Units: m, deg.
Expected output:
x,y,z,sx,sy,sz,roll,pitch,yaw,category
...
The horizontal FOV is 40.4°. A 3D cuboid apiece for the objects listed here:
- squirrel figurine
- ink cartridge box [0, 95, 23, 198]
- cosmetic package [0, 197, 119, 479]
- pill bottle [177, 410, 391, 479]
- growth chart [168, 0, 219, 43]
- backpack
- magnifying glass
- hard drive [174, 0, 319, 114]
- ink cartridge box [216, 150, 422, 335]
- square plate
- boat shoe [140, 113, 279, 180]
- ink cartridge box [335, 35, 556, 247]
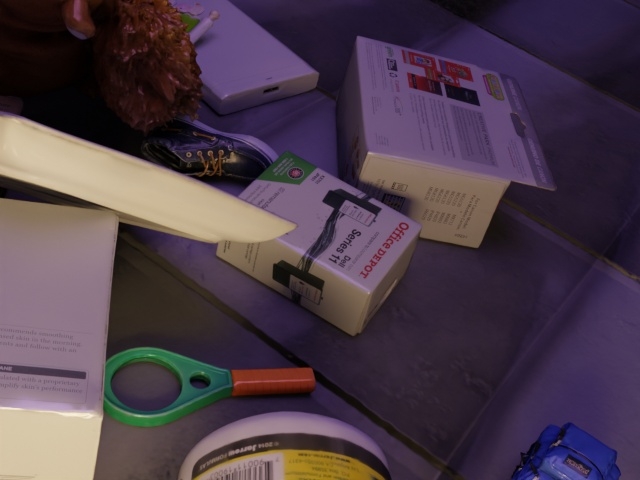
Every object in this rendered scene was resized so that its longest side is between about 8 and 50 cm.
x,y,z,sx,sy,sz,roll,pitch,yaw,category
-0.312,-0.305,1.093,0.397,0.370,0.281,22,74,-32,squirrel figurine
-0.489,-0.104,1.023,0.234,0.088,0.193,9,40,-11,ink cartridge box
-0.258,0.121,0.745,0.138,0.224,0.225,8,40,-14,cosmetic package
-0.020,0.312,0.644,0.188,0.188,0.334,8,41,-12,pill bottle
-0.295,-0.346,1.375,0.237,0.021,0.172,19,56,13,growth chart
0.239,0.251,0.880,0.098,0.101,0.120,28,44,22,backpack
-0.119,0.151,0.919,0.231,0.026,0.092,2,42,-19,magnifying glass
-0.177,-0.324,1.429,0.203,0.040,0.307,-23,55,-38,hard drive
0.000,0.000,1.079,0.208,0.087,0.153,29,47,12,ink cartridge box
-0.254,-0.063,0.869,0.344,0.049,0.347,11,-6,39,square plate
-0.150,-0.110,1.180,0.183,0.065,0.083,21,41,14,boat shoe
0.170,-0.144,1.281,0.272,0.130,0.309,11,41,-10,ink cartridge box
